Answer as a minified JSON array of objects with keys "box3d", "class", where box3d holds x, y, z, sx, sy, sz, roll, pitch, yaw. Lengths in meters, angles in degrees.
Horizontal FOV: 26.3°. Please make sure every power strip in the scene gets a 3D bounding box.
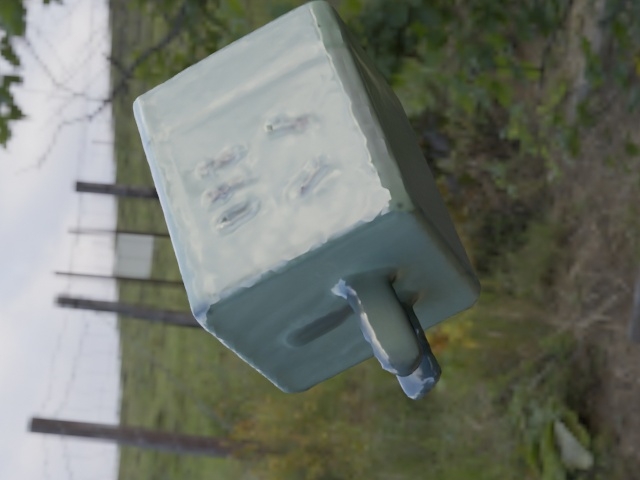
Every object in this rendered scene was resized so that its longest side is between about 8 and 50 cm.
[{"box3d":[0.000,0.000,0.794,0.139,0.140,0.224,48,-161,-55],"class":"power strip"}]
